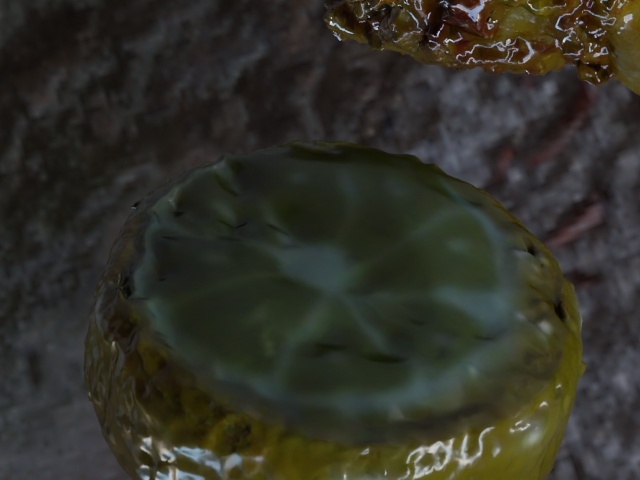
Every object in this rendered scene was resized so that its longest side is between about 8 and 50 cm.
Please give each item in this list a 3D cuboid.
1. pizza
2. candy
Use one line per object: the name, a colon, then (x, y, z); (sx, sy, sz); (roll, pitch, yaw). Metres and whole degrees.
pizza: (0.086, -0.178, 1.223); (0.335, 0.086, 0.226); (31, 141, -24)
candy: (0.006, 0.056, 0.950); (0.260, 0.260, 0.118); (-11, 133, -20)
